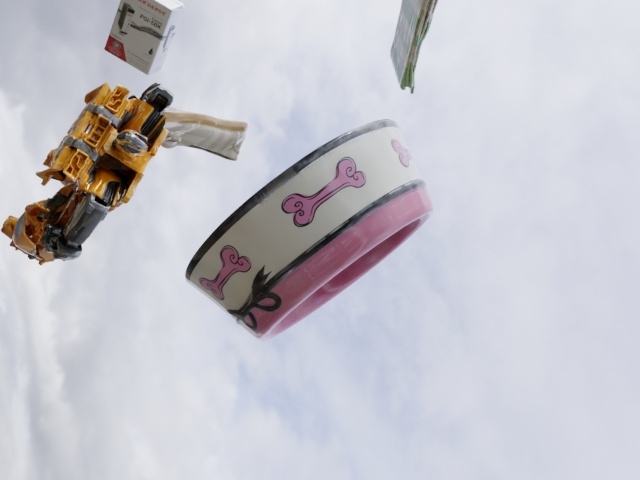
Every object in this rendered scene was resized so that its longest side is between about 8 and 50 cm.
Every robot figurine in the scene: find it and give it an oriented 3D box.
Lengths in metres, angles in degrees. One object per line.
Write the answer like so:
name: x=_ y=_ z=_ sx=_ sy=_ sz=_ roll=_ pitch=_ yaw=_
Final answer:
robot figurine: x=-0.253 y=-0.067 z=0.767 sx=0.291 sy=0.085 sz=0.211 roll=-21 pitch=-139 yaw=56

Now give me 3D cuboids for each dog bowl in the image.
dog bowl: x=0.000 y=0.000 z=1.121 sx=0.150 sy=0.408 sz=0.408 roll=52 pitch=-39 yaw=9

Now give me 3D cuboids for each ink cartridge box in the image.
ink cartridge box: x=-0.319 y=-0.386 z=1.308 sx=0.099 sy=0.056 sz=0.135 roll=30 pitch=-60 yaw=1

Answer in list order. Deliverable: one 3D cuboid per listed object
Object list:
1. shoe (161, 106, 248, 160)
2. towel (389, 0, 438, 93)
shoe: x=-0.171 y=-0.140 z=0.943 sx=0.077 sy=0.219 sz=0.058 roll=18 pitch=-80 yaw=31
towel: x=0.206 y=-0.497 z=1.492 sx=0.247 sy=0.038 sz=0.324 roll=-94 pitch=-167 yaw=-56
